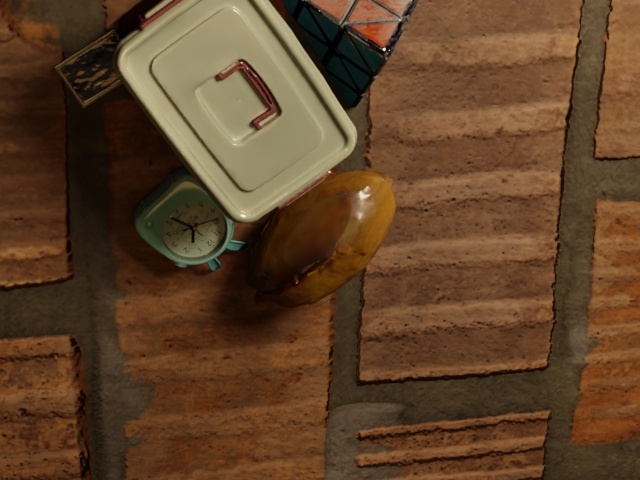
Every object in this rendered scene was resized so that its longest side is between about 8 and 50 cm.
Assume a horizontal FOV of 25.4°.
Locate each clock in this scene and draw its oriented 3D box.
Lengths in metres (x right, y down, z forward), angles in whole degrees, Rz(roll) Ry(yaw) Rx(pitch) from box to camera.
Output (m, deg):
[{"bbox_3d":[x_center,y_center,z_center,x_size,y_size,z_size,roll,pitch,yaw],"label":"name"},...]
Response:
[{"bbox_3d":[-0.161,-0.015,1.838,0.108,0.045,0.147,-41,117,8],"label":"clock"}]

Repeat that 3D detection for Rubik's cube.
[{"bbox_3d":[0.070,-0.247,1.781,0.190,0.211,0.178,-28,144,-26],"label":"Rubik's cube"}]

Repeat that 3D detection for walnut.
[{"bbox_3d":[0.000,0.000,1.838,0.137,0.137,0.245,39,101,-25],"label":"walnut"}]

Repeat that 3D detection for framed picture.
[{"bbox_3d":[-0.271,-0.211,1.743,0.089,0.006,0.066,-32,117,2],"label":"framed picture"}]

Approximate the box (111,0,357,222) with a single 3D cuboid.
[{"bbox_3d":[-0.108,-0.190,1.702,0.193,0.167,0.294,-34,117,5],"label":"box"}]
